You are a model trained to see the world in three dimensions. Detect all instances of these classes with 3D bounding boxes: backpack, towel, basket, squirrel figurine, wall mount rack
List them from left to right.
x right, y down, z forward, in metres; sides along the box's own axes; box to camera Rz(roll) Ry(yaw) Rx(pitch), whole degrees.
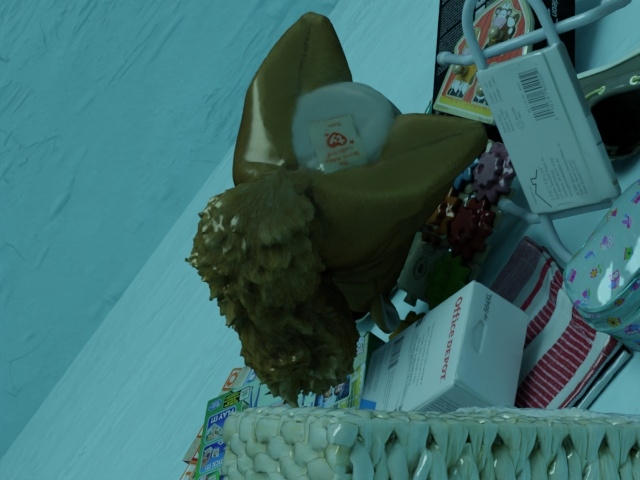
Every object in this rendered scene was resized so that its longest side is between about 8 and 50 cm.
[{"bbox_3d":[0.000,0.000,1.617,0.397,0.281,0.370,-52,-18,-23],"label":"squirrel figurine"},{"bbox_3d":[0.074,0.283,0.991,0.331,0.266,0.328,162,114,-71],"label":"basket"},{"bbox_3d":[0.215,0.140,1.479,0.237,0.037,0.329,-53,17,10],"label":"towel"},{"bbox_3d":[0.248,-0.133,1.487,0.130,0.350,0.304,-31,12,-40],"label":"wall mount rack"},{"bbox_3d":[0.327,0.017,1.266,0.182,0.115,0.152,-53,19,18],"label":"backpack"}]

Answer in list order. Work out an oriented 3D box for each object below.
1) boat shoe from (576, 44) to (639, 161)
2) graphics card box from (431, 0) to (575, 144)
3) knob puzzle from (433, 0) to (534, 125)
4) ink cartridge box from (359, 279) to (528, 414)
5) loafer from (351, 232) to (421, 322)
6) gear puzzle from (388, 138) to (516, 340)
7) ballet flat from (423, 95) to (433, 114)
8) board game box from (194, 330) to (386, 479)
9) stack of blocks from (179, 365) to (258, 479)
[{"bbox_3d":[0.342,-0.146,1.544,0.305,0.109,0.091,-32,24,45],"label":"boat shoe"},{"bbox_3d":[0.265,-0.285,1.907,0.233,0.094,0.371,-35,40,49],"label":"graphics card box"},{"bbox_3d":[0.230,-0.263,1.817,0.213,0.030,0.213,-43,36,42],"label":"knob puzzle"},{"bbox_3d":[0.132,0.160,1.469,0.203,0.086,0.148,-40,25,46],"label":"ink cartridge box"},{"bbox_3d":[0.097,0.021,1.937,0.268,0.102,0.092,-61,16,15],"label":"loafer"},{"bbox_3d":[0.155,0.015,1.751,0.175,0.044,0.339,29,98,60],"label":"gear puzzle"},{"bbox_3d":[0.248,-0.246,2.083,0.241,0.091,0.077,-52,-14,-3],"label":"ballet flat"},{"bbox_3d":[-0.046,0.269,1.770,0.317,0.046,0.213,-27,39,35],"label":"board game box"},{"bbox_3d":[-0.139,0.339,1.984,0.297,0.087,0.171,-61,17,-19],"label":"stack of blocks"}]
